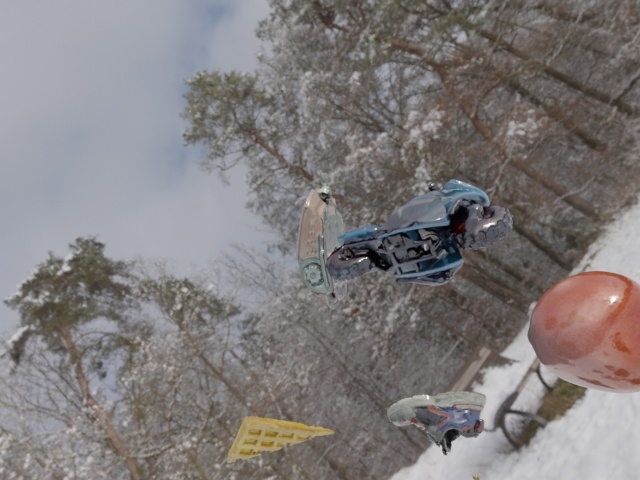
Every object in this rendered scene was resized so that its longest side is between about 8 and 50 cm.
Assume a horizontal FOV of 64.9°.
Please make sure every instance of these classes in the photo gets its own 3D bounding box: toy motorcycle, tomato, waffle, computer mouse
[{"bbox_3d":[0.215,-0.016,1.130,0.172,0.416,0.232,61,-153,-23],"label":"toy motorcycle"},{"bbox_3d":[0.693,0.236,1.280,0.321,0.322,0.321,-43,-27,-27],"label":"tomato"},{"bbox_3d":[-0.082,0.421,1.034,0.191,0.032,0.125,17,-69,-19],"label":"waffle"},{"bbox_3d":[-0.006,0.002,1.395,0.199,0.115,0.388,-18,-80,-69],"label":"computer mouse"}]

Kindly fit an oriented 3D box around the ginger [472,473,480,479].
[{"bbox_3d":[0.481,0.773,1.566,0.048,0.030,0.097,-31,-66,-44],"label":"ginger"}]

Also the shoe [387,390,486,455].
[{"bbox_3d":[0.255,0.396,1.084,0.228,0.125,0.099,-23,-28,33],"label":"shoe"}]
